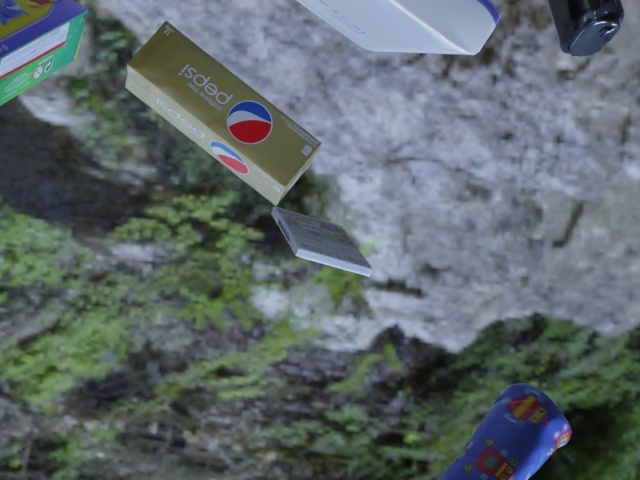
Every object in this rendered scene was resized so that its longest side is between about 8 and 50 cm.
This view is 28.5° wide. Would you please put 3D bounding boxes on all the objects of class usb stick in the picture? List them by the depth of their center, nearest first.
[{"bbox_3d":[0.194,-0.287,1.063,0.077,0.045,0.278,113,-34,-67],"label":"usb stick"}]

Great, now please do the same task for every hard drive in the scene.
[{"bbox_3d":[-0.002,-0.212,0.933,0.040,0.210,0.318,-55,-167,2],"label":"hard drive"}]

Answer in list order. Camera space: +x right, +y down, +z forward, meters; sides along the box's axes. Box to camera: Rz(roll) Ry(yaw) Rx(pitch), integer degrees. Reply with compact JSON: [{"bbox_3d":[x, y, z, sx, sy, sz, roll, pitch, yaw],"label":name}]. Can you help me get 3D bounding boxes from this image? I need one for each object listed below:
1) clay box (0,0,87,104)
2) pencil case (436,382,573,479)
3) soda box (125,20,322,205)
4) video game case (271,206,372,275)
[{"bbox_3d":[-0.296,-0.179,0.901,0.127,0.222,0.053,-48,166,-51],"label":"clay box"},{"bbox_3d":[0.239,0.346,1.817,0.306,0.119,0.133,-46,163,-25],"label":"pencil case"},{"bbox_3d":[-0.090,-0.114,1.141,0.058,0.181,0.061,-52,179,-18],"label":"soda box"},{"bbox_3d":[0.000,0.000,1.349,0.122,0.087,0.011,-122,-129,-63],"label":"video game case"}]
